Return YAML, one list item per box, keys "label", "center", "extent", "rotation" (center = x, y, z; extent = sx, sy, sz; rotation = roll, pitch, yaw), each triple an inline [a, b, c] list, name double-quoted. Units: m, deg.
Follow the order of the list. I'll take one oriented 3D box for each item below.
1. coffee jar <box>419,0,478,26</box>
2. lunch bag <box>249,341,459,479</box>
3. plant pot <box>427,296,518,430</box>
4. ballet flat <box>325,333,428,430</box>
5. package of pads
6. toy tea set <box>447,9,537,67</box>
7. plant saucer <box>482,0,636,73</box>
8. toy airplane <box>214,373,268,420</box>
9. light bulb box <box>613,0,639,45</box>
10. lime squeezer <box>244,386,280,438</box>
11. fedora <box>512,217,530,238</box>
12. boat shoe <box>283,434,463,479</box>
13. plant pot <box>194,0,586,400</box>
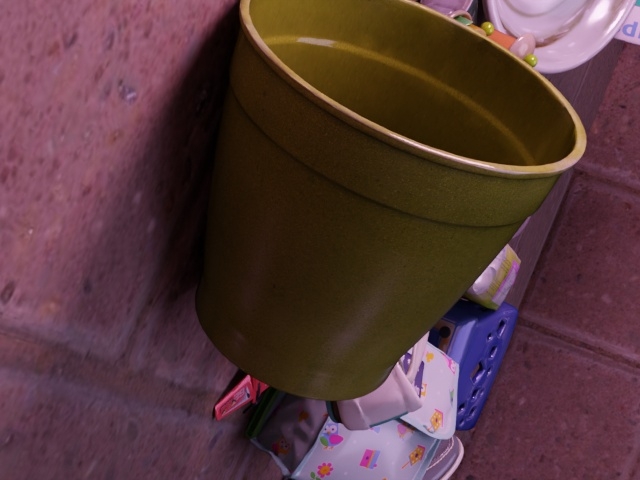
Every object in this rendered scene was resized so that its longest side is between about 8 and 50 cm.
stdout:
- label: "coffee jar"
  center: [0.189, -0.300, 1.775]
  extent: [0.184, 0.079, 0.096]
  rotation: [81, 29, -55]
- label: "lunch bag"
  center: [0.068, 0.240, 1.713]
  extent: [0.223, 0.160, 0.262]
  rotation: [33, 89, -35]
- label: "plant pot"
  center: [0.164, 0.181, 2.007]
  extent: [0.212, 0.236, 0.236]
  rotation: [3, 108, -65]
- label: "ballet flat"
  center: [0.076, 0.042, 1.503]
  extent: [0.139, 0.139, 0.400]
  rotation: [69, 19, -64]
- label: "package of pads"
  center: [0.187, 0.012, 1.867]
  extent: [0.101, 0.229, 0.296]
  rotation: [-63, 161, -1]
- label: "toy tea set"
  center: [0.182, -0.192, 1.665]
  extent: [0.336, 0.124, 0.200]
  rotation: [-43, 152, -12]
- label: "plant saucer"
  center: [0.389, -0.481, 1.982]
  extent: [0.400, 0.100, 0.401]
  rotation: [-19, 123, -32]
- label: "toy airplane"
  center: [-0.090, 0.169, 1.564]
  extent: [0.151, 0.028, 0.151]
  rotation: [-37, 147, -29]
- label: "light bulb box"
  center: [0.591, -0.498, 2.267]
  extent: [0.361, 0.357, 0.225]
  rotation: [-26, 132, -66]
- label: "lime squeezer"
  center: [-0.051, 0.127, 1.629]
  extent: [0.110, 0.059, 0.310]
  rotation: [-15, 132, -28]
- label: "fedora"
  center: [0.256, -0.139, 1.888]
  extent: [0.244, 0.124, 0.275]
  rotation: [-65, 149, -19]
- label: "boat shoe"
  center: [0.084, 0.378, 1.970]
  extent: [0.319, 0.116, 0.099]
  rotation: [-21, 127, -6]
- label: "plant pot"
  center: [0.033, -0.034, 1.260]
  extent: [0.366, 0.366, 0.353]
  rotation: [-39, 157, -57]
